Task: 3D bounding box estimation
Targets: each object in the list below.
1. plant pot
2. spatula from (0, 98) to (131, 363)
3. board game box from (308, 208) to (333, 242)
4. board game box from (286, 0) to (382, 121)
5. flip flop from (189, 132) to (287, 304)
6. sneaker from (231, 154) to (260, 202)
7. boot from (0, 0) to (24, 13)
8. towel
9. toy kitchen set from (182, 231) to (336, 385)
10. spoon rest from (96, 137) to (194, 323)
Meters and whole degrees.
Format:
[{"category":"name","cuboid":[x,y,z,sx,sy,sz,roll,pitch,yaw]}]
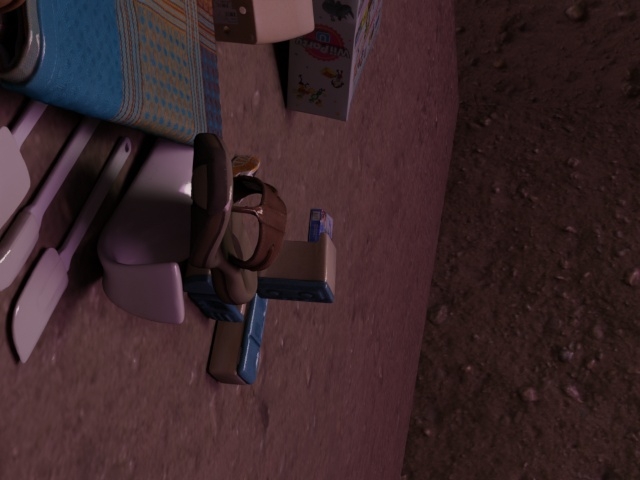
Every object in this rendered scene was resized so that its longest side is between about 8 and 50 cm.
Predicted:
[{"category":"plant pot","cuboid":[-0.079,-0.263,1.013,0.096,0.109,0.109,-49,142,-49]},{"category":"spatula","cuboid":[-0.202,-0.050,0.730,0.168,0.019,0.242,79,20,-44]},{"category":"board game box","cuboid":[0.000,0.000,1.564,0.090,0.020,0.090,38,57,-75]},{"category":"board game box","cuboid":[0.029,-0.352,1.301,0.303,0.097,0.224,93,12,-49]},{"category":"flip flop","cuboid":[-0.067,-0.010,0.835,0.277,0.080,0.112,83,6,-69]},{"category":"sneaker","cuboid":[-0.097,-0.071,1.141,0.083,0.032,0.037,-62,166,-50]},{"category":"boot","cuboid":[-0.245,-0.148,0.406,0.269,0.089,0.236,-72,150,-46]},{"category":"towel","cuboid":[-0.159,-0.221,0.761,0.370,0.040,0.271,7,79,-77]},{"category":"toy kitchen set","cuboid":[-0.053,0.082,1.058,0.207,0.166,0.122,63,33,-64]},{"category":"spoon rest","cuboid":[-0.148,-0.015,0.878,0.276,0.084,0.137,-89,177,-66]}]
